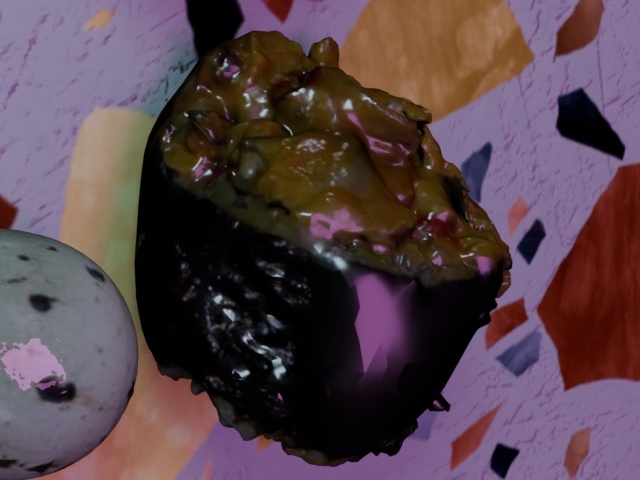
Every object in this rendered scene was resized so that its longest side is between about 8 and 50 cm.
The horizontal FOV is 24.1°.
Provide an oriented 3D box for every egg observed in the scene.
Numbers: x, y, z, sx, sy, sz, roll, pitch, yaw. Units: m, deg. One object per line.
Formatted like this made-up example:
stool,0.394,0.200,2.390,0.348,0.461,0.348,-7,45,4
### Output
egg,-0.173,0.055,0.762,0.164,0.131,0.131,17,89,-24

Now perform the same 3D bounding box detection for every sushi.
sushi,0.002,-0.001,0.880,0.200,0.213,0.204,-15,128,-65
